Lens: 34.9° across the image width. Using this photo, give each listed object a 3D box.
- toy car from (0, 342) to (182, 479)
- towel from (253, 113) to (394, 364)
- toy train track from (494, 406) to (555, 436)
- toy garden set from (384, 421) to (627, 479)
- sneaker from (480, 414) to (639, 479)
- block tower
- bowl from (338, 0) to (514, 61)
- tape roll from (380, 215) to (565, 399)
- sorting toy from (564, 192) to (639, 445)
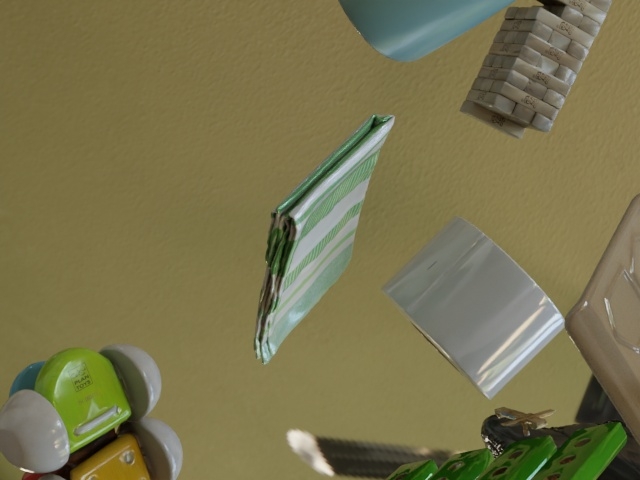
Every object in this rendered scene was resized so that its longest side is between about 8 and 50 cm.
[{"bbox_3d":[-0.227,0.185,0.938,0.136,0.159,0.182,-1,-71,40],"label":"toy car"},{"bbox_3d":[0.000,0.000,1.359,0.038,0.248,0.325,31,-37,15],"label":"towel"},{"bbox_3d":[0.173,0.156,0.881,0.083,0.048,0.014,175,-98,-75],"label":"toy train track"},{"bbox_3d":[0.104,0.234,0.809,0.244,0.204,0.049,-25,-86,45],"label":"toy garden set"},{"bbox_3d":[0.348,0.286,1.340,0.286,0.130,0.109,25,-21,-1],"label":"sneaker"},{"bbox_3d":[0.302,-0.295,1.301,0.091,0.097,0.335,24,-85,-19],"label":"block tower"},{"bbox_3d":[0.135,-0.351,1.050,0.163,0.311,0.312,-4,-58,33],"label":"bowl"},{"bbox_3d":[0.235,0.105,1.586,0.169,0.246,0.246,-45,-90,0],"label":"tape roll"},{"bbox_3d":[0.327,0.082,1.016,0.038,0.208,0.193,-15,-64,50],"label":"sorting toy"}]
